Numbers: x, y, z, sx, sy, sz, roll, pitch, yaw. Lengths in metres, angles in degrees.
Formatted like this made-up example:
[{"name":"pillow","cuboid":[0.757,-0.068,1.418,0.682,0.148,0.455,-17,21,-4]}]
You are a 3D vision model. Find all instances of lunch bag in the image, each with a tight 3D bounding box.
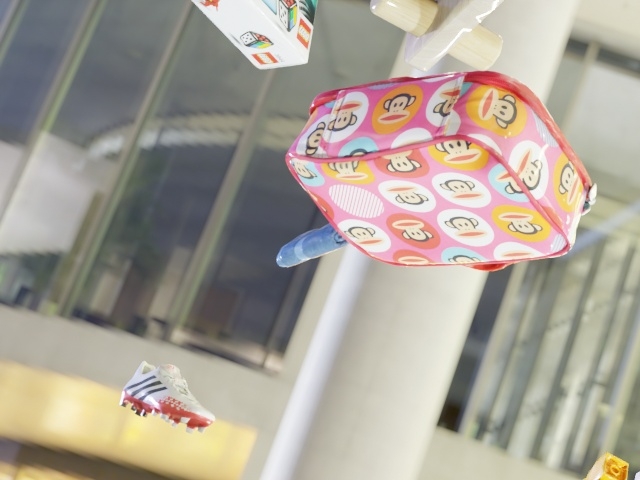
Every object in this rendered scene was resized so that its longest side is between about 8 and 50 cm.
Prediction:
[{"name":"lunch bag","cuboid":[0.136,-0.057,1.826,0.293,0.120,0.258,-3,-38,40]}]

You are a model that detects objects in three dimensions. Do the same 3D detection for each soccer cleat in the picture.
[{"name":"soccer cleat","cuboid":[-0.090,0.093,1.034,0.029,0.035,0.083,34,-17,-37]}]

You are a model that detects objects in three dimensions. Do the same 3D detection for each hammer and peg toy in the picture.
[{"name":"hammer and peg toy","cuboid":[0.172,-0.351,1.521,0.127,0.361,0.266,26,-37,-20]}]

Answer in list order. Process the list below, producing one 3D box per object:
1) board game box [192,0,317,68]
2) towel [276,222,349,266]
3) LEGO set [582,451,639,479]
[{"name":"board game box","cuboid":[-0.084,-0.287,1.285,0.053,0.193,0.305,-4,-26,28]},{"name":"towel","cuboid":[0.000,0.000,2.020,0.119,0.067,0.029,-19,-81,51]},{"name":"LEGO set","cuboid":[0.186,0.226,1.154,0.087,0.227,0.093,31,-44,-11]}]
